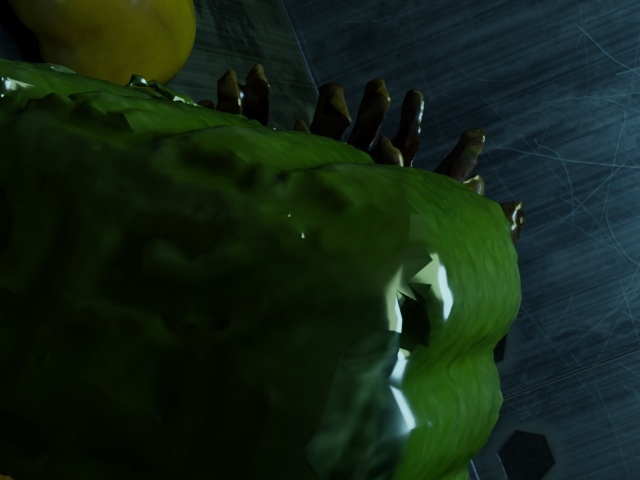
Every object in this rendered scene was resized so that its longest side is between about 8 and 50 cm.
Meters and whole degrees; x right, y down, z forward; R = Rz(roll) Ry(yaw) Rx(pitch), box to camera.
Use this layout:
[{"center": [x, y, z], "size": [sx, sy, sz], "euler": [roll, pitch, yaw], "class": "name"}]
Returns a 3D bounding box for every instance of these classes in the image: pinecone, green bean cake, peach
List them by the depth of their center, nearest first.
[{"center": [-0.108, 0.085, 0.751], "size": [0.218, 0.335, 0.319], "euler": [0, 102, -71], "class": "green bean cake"}, {"center": [0.000, 0.000, 1.551], "size": [0.384, 0.384, 0.384], "euler": [-22, 90, -79], "class": "pinecone"}, {"center": [-0.212, -0.242, 1.569], "size": [0.251, 0.153, 0.251], "euler": [59, -2, 4], "class": "peach"}]

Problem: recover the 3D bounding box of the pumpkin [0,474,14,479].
[{"center": [-0.196, 0.189, 0.532], "size": [0.303, 0.256, 0.225], "euler": [48, 7, 24], "class": "pumpkin"}]
